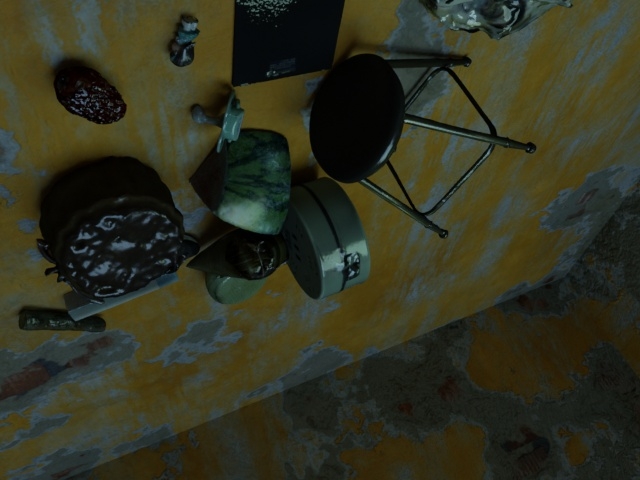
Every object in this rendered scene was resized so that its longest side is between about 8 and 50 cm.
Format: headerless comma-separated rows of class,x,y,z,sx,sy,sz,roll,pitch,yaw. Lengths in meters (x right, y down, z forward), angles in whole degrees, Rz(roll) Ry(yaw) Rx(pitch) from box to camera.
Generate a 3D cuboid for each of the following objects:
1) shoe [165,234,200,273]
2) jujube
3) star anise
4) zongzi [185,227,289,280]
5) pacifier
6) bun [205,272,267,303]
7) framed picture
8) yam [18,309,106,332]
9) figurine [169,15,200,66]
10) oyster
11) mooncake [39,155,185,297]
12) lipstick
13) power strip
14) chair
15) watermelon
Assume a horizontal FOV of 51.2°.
shoe,-0.436,0.049,1.878,0.228,0.112,0.099,1,139,-40
jujube,-0.450,-0.285,1.332,0.104,0.104,0.166,-37,155,17
star anise,-0.651,0.078,1.781,0.148,0.218,0.227,-55,-170,-24
zongzi,-0.257,0.056,1.849,0.318,0.154,0.289,-18,-178,6
pacifier,-0.238,-0.284,1.543,0.117,0.126,0.150,15,122,-3
bun,-0.273,0.112,2.134,0.221,0.108,0.221,-28,150,-18
framed picture,-0.065,-0.481,1.436,0.255,0.014,0.338,-17,149,-20
yam,-0.754,0.240,1.969,0.061,0.061,0.274,-41,150,23
figurine,-0.272,-0.401,1.353,0.060,0.047,0.106,-51,170,-52
oyster,0.380,-0.535,1.479,0.351,0.114,0.238,9,178,13
mooncake,-0.485,-0.022,1.582,0.324,0.187,0.324,-19,138,-18
lipstick,-0.577,0.137,1.946,0.317,0.066,0.068,-22,151,-12
power strip,0.000,0.000,1.922,0.161,0.357,0.357,-21,151,-19
chair,0.216,-0.267,1.693,0.410,0.364,0.362,6,137,-41
watermelon,-0.201,-0.161,1.745,0.213,0.201,0.261,6,95,-47
